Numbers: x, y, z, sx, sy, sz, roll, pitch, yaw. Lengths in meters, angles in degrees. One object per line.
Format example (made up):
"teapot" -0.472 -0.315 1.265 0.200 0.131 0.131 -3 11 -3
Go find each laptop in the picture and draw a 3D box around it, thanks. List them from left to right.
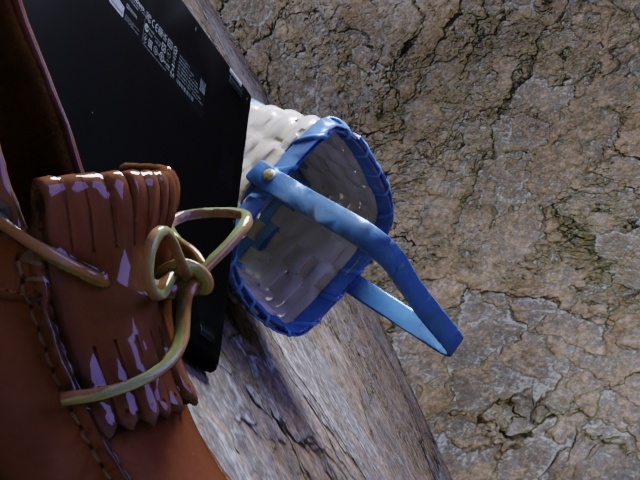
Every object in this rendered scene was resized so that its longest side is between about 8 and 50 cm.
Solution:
"laptop" -0.229 -0.143 0.871 0.382 0.236 0.408 50 41 -62

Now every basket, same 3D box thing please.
"basket" 0.000 0.000 1.135 0.289 0.201 0.255 27 -15 34

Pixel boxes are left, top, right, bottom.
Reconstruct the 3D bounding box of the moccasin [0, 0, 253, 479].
"moccasin" -0.116 -0.002 0.509 0.380 0.147 0.139 62 5 3
